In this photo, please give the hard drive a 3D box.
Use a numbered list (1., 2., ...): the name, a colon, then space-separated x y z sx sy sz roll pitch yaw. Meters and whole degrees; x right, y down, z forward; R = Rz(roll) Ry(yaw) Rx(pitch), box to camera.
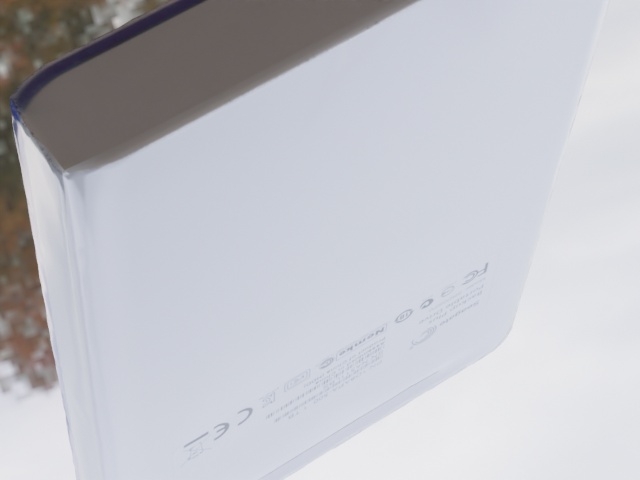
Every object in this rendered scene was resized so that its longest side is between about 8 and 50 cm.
1. hard drive: 0.000 0.000 0.691 0.210 0.040 0.318 -30 156 -18
